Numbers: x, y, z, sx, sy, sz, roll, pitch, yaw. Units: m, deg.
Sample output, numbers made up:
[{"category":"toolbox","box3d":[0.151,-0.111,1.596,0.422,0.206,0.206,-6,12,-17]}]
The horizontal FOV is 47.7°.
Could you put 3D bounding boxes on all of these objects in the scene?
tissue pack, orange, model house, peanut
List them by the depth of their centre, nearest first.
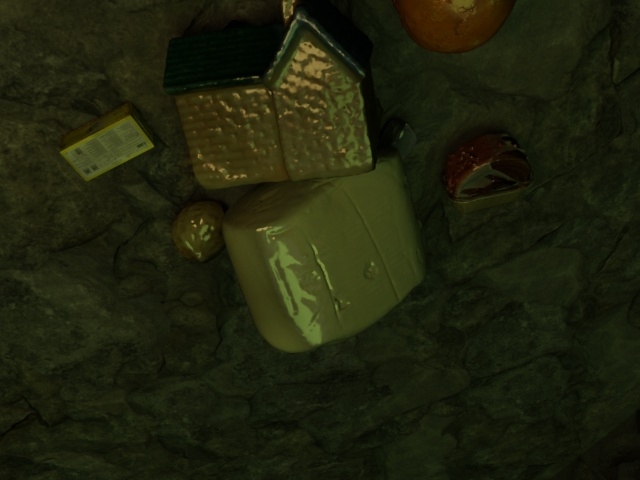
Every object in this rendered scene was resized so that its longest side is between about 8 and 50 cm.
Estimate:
[{"category":"orange","box3d":[0.255,-0.485,1.392,0.246,0.246,0.246,-7,131,-9]},{"category":"model house","box3d":[-0.084,-0.313,1.436,0.382,0.334,0.342,-8,114,11]},{"category":"tissue pack","box3d":[-0.458,-0.213,1.561,0.176,0.062,0.095,-27,133,7]},{"category":"peanut","box3d":[-0.283,-0.024,1.739,0.141,0.109,0.159,20,111,-40]}]

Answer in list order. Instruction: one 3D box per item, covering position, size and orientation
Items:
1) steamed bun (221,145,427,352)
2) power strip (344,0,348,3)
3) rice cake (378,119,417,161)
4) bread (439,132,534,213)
[{"category":"steamed bun","box3d":[0.000,0.000,1.598,0.456,0.290,0.371,-28,109,-34]},{"category":"power strip","box3d":[0.005,-0.563,1.405,0.060,0.027,0.252,-28,130,5]},{"category":"rice cake","box3d":[0.112,-0.135,1.775,0.070,0.064,0.399,12,126,-35]},{"category":"bread","box3d":[0.411,-0.160,1.777,0.225,0.142,0.212,-14,149,-1]}]
